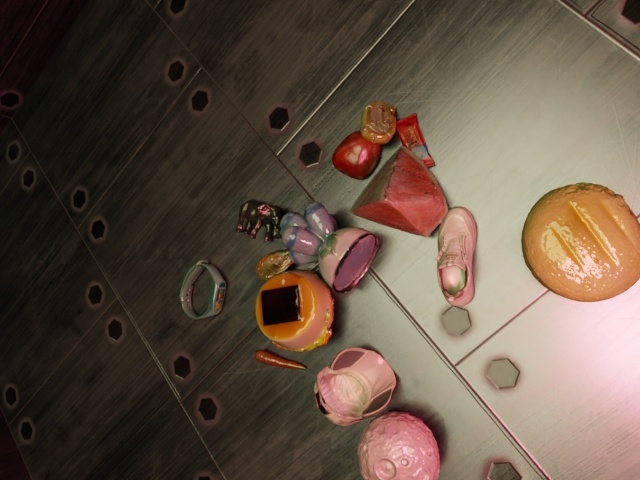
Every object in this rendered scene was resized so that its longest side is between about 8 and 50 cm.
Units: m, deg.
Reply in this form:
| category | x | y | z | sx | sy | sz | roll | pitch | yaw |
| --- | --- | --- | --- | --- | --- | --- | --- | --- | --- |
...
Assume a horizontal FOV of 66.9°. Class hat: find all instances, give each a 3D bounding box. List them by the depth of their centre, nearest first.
| category | x | y | z | sx | sy | sz | roll | pitch | yaw |
| --- | --- | --- | --- | --- | --- | --- | --- | --- | --- |
| hat | 0.114 | 0.489 | 1.615 | 0.275 | 0.161 | 0.232 | -35 | 69 | -5 |

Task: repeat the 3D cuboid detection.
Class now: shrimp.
| category | x | y | z | sx | sy | sz | roll | pitch | yaw |
| --- | --- | --- | --- | --- | --- | --- | --- | --- | --- |
| shrimp | -0.149 | 0.084 | 1.805 | 0.216 | 0.051 | 0.115 | -21 | 60 | 18 |

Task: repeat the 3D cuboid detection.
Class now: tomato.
| category | x | y | z | sx | sy | sz | roll | pitch | yaw |
| --- | --- | --- | --- | --- | --- | --- | --- | --- | --- |
| tomato | 0.121 | -0.310 | 1.696 | 0.166 | 0.082 | 0.174 | 34 | 103 | 25 |

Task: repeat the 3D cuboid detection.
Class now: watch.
| category | x | y | z | sx | sy | sz | roll | pitch | yaw |
| --- | --- | --- | --- | --- | --- | --- | --- | --- | --- |
| watch | -0.473 | 0.201 | 1.959 | 0.195 | 0.068 | 0.237 | 16 | 97 | 28 |

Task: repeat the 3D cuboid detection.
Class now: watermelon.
| category | x | y | z | sx | sy | sz | roll | pitch | yaw |
| --- | --- | --- | --- | --- | --- | --- | --- | --- | --- |
| watermelon | 0.232 | -0.108 | 1.551 | 0.283 | 0.292 | 0.251 | 44 | 137 | 19 |

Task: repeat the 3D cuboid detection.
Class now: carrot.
| category | x | y | z | sx | sy | sz | roll | pitch | yaw |
| --- | --- | --- | --- | --- | --- | --- | --- | --- | --- |
| carrot | -0.151 | 0.449 | 1.798 | 0.216 | 0.048 | 0.048 | 11 | 91 | 21 |

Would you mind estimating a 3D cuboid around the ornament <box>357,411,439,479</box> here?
| category | x | y | z | sx | sy | sz | roll | pitch | yaw |
| --- | --- | --- | --- | --- | --- | --- | --- | --- | --- |
| ornament | 0.236 | 0.666 | 1.492 | 0.259 | 0.225 | 0.260 | -2 | 84 | 25 |

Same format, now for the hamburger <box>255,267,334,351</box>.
| category | x | y | z | sx | sy | sz | roll | pitch | yaw |
| --- | --- | --- | --- | --- | --- | --- | --- | --- | --- |
| hamburger | -0.088 | 0.243 | 1.706 | 0.275 | 0.179 | 0.295 | -16 | 72 | 23 |

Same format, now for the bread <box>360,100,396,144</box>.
| category | x | y | z | sx | sy | sz | roll | pitch | yaw |
| --- | --- | --- | --- | --- | --- | --- | --- | --- | --- |
| bread | 0.197 | -0.404 | 1.645 | 0.117 | 0.064 | 0.157 | 5 | 70 | -10 |

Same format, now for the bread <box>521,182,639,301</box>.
| category | x | y | z | sx | sy | sz | roll | pitch | yaw |
| --- | --- | --- | --- | --- | --- | --- | --- | --- | --- |
| bread | 0.702 | 0.007 | 1.307 | 0.320 | 0.237 | 0.321 | 0 | 89 | 24 |

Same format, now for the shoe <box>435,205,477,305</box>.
| category | x | y | z | sx | sy | sz | roll | pitch | yaw |
| --- | --- | --- | --- | --- | --- | --- | --- | --- | --- |
| shoe | 0.411 | 0.049 | 1.491 | 0.124 | 0.159 | 0.317 | -4 | 88 | 27 |

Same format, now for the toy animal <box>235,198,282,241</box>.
| category | x | y | z | sx | sy | sz | roll | pitch | yaw |
| --- | --- | --- | --- | --- | --- | --- | --- | --- | --- |
| toy animal | -0.229 | -0.076 | 1.829 | 0.244 | 0.114 | 0.147 | 20 | 96 | 25 |

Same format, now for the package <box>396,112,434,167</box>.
| category | x | y | z | sx | sy | sz | roll | pitch | yaw |
| --- | --- | --- | --- | --- | --- | --- | --- | --- | --- |
| package | 0.315 | -0.329 | 1.637 | 0.083 | 0.022 | 0.201 | -22 | 75 | 23 |

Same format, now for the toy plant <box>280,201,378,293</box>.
| category | x | y | z | sx | sy | sz | roll | pitch | yaw |
| --- | --- | --- | --- | --- | --- | --- | --- | --- | --- |
| toy plant | 0.000 | 0.000 | 1.653 | 0.332 | 0.247 | 0.247 | 34 | 101 | 25 |
